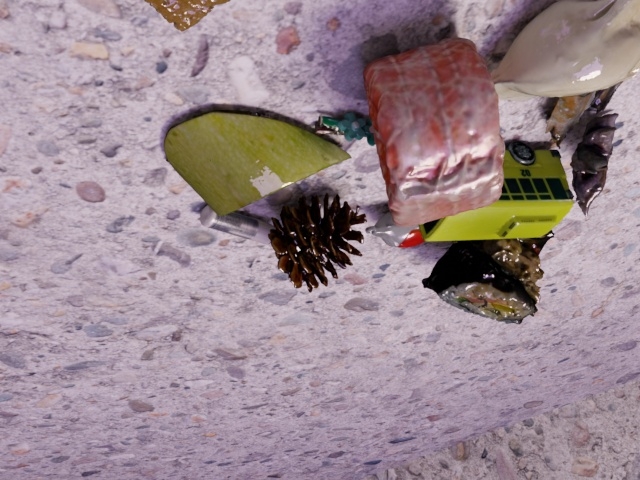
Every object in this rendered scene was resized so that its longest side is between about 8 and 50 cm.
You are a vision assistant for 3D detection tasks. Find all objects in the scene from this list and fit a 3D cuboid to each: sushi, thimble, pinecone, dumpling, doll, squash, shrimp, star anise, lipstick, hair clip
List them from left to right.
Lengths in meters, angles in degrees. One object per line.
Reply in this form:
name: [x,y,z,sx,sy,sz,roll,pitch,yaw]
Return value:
lipstick: [-0.143,-0.027,1.265,0.141,0.040,0.040,18,137,-42]
squash: [-0.109,-0.134,1.114,0.237,0.155,0.204,-24,-174,21]
pinecone: [0.002,-0.007,1.246,0.165,0.163,0.163,-28,148,7]
hair clip: [0.073,-0.164,1.118,0.173,0.049,0.049,4,146,-26]
doll: [0.173,-0.024,1.365,0.228,0.075,0.102,-4,160,-34]
thimble: [0.148,-0.143,0.988,0.162,0.239,0.239,-11,150,4]
sushi: [0.344,0.041,1.447,0.225,0.218,0.238,26,172,-18]
dumpling: [0.357,-0.249,1.013,0.179,0.131,0.252,9,148,-45]
shrimp: [0.426,-0.230,1.159,0.126,0.047,0.223,-16,150,-16]
star anise: [0.455,-0.132,1.229,0.061,0.204,0.180,12,134,20]

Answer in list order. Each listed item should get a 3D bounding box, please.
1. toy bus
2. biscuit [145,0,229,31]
toy bus: [0.294,-0.077,1.252,0.262,0.150,0.128,-2,150,-21]
biscuit: [-0.104,-0.324,0.792,0.231,0.025,0.131,-26,149,19]
